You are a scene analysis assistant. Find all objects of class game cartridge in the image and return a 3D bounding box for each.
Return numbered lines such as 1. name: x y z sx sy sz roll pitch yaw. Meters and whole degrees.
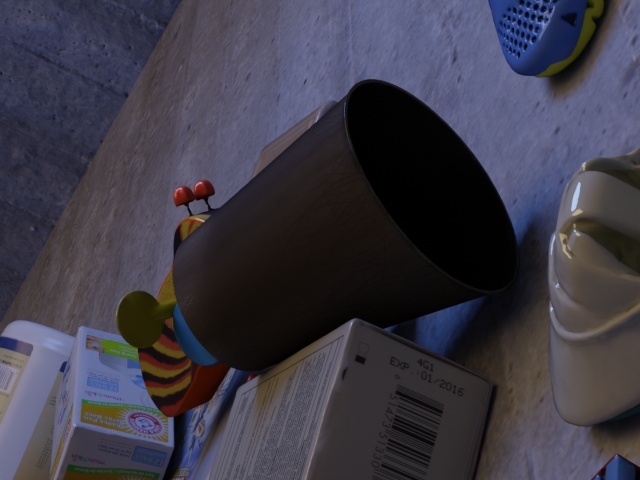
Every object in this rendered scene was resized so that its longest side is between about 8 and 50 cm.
1. game cartridge: -0.105 0.202 1.627 0.198 0.062 0.297 -62 10 -16

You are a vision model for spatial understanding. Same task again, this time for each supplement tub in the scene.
1. supplement tub: -0.372 0.288 2.069 0.316 0.228 0.228 -68 16 -12

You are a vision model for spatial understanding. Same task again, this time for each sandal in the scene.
1. sandal: 0.147 -0.286 1.316 0.126 0.138 0.317 -35 61 53

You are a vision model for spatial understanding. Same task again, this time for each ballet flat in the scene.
1. ballet flat: 0.212 -0.023 0.862 0.400 0.139 0.139 -45 25 50

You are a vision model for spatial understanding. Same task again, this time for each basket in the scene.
1. basket: 0.006 0.006 1.227 0.227 0.204 0.154 -30 33 34

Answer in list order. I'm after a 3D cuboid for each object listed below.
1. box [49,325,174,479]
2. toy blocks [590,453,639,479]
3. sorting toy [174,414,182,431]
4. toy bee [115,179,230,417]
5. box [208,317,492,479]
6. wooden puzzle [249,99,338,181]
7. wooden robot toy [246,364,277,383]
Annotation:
1. box: -0.228 0.199 1.703 0.203 0.114 0.103 -101 30 -62
2. toy blocks: 0.074 0.272 0.841 0.381 0.190 0.261 -55 7 29
3. sorting toy: -0.181 0.169 1.857 0.229 0.041 0.307 -108 35 -75
4. toy bee: -0.093 0.031 1.474 0.298 0.162 0.195 -39 -16 22
5. box: 0.012 0.176 1.205 0.232 0.127 0.149 -36 32 60
6. wooden puzzle: -0.059 -0.046 1.926 0.239 0.044 0.221 -66 15 -19
7. wooden robot toy: -0.019 0.116 1.407 0.079 0.076 0.173 -21 -50 -78
